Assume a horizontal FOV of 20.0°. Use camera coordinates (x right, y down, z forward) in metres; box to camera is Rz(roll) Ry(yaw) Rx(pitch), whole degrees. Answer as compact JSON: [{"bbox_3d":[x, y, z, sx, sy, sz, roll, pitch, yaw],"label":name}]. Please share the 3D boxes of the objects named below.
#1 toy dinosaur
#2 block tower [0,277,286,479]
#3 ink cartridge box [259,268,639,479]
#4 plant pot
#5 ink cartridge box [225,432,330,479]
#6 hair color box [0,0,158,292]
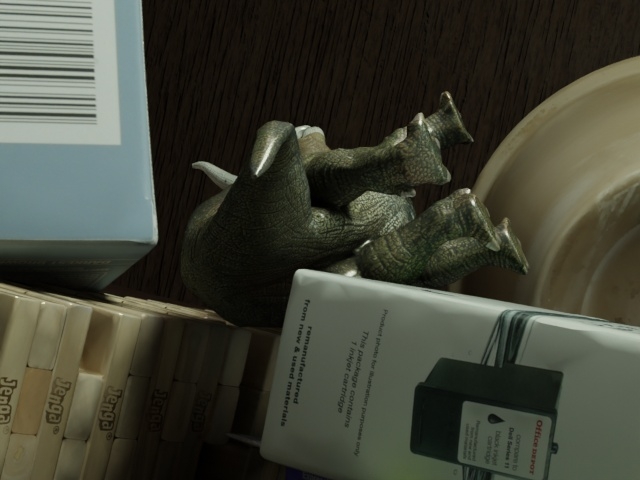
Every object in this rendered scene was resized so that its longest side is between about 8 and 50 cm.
[{"bbox_3d":[0.000,0.000,0.863,0.160,0.121,0.313,-25,4,14],"label":"toy dinosaur"},{"bbox_3d":[-0.076,0.078,0.906,0.091,0.097,0.335,13,-1,34],"label":"block tower"},{"bbox_3d":[0.103,0.074,0.751,0.208,0.087,0.153,11,0,43],"label":"ink cartridge box"},{"bbox_3d":[0.226,0.040,1.070,0.323,0.323,0.280,12,5,8],"label":"plant pot"},{"bbox_3d":[0.090,0.138,0.872,0.206,0.045,0.208,12,-1,41],"label":"ink cartridge box"},{"bbox_3d":[-0.193,-0.048,1.002,0.113,0.185,0.374,1,-12,-21],"label":"hair color box"}]
